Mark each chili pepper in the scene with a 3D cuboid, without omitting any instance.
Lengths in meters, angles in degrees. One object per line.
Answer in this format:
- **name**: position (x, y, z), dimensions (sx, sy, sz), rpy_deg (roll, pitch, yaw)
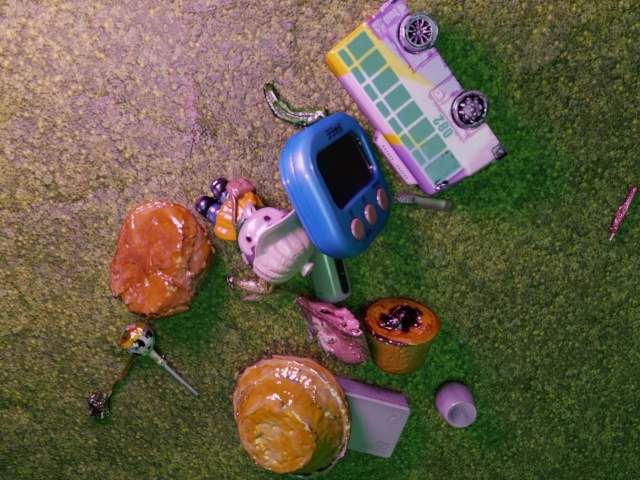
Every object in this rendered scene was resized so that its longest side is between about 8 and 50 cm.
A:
- **chili pepper**: position (-0.069, -0.333, 1.201), dimensions (0.182, 0.050, 0.073), rpy_deg (22, 111, -6)

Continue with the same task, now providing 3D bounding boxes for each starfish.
- **starfish**: position (-0.142, 0.127, 1.289), dimensions (0.217, 0.050, 0.223), rpy_deg (13, 145, -40)

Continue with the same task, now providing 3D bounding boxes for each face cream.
- **face cream**: position (0.410, 0.495, 1.425), dimensions (0.117, 0.104, 0.117), rpy_deg (0, 105, -1)

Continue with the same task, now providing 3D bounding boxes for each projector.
- **projector**: position (0.000, 0.000, 1.267), dimensions (0.108, 0.108, 0.337), rpy_deg (-14, 106, 1)
- **projector**: position (0.117, 0.531, 1.427), dimensions (0.257, 0.099, 0.191), rpy_deg (17, 103, -8)

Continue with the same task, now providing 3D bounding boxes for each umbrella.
- **umbrella**: position (0.849, -0.077, 1.326), dimensions (0.027, 0.025, 0.165), rpy_deg (23, 101, 11)

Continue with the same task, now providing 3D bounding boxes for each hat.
- **hat**: position (0.050, 0.276, 1.309), dimensions (0.107, 0.237, 0.286), rpy_deg (-48, 137, -20)

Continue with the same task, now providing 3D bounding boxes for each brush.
- **brush**: position (0.272, -0.106, 1.291), dimensions (0.191, 0.027, 0.034), rpy_deg (8, 107, -6)

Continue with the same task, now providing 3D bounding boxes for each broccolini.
- **broccolini**: position (-0.611, 0.421, 1.403), dimensions (0.058, 0.071, 0.254), rpy_deg (37, 96, 31)

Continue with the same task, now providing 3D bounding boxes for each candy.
- **candy**: position (-0.454, 0.354, 1.373), dimensions (0.091, 0.083, 0.305), rpy_deg (-34, 112, 12)

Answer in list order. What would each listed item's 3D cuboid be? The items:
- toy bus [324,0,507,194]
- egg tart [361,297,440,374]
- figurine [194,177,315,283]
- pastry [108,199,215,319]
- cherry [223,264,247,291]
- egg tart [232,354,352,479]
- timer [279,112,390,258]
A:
- **toy bus**: position (0.220, -0.324, 1.132), dimensions (0.249, 0.209, 0.439), rpy_deg (-38, 103, 9)
- **egg tart**: position (0.220, 0.265, 1.308), dimensions (0.216, 0.215, 0.170), rpy_deg (-3, 116, -2)
- **figurine**: position (-0.150, -0.027, 1.176), dimensions (0.185, 0.332, 0.204), rpy_deg (-53, 137, -6)
- **pastry**: position (-0.403, 0.049, 1.224), dimensions (0.255, 0.162, 0.310), rpy_deg (27, 99, 15)
- **cherry**: position (-0.167, 0.065, 1.293), dimensions (0.107, 0.090, 0.225), rpy_deg (37, 114, -16)
- **egg tart**: position (-0.103, 0.511, 1.329), dimensions (0.388, 0.169, 0.387), rpy_deg (4, 101, 19)
- **timer**: position (0.044, -0.134, 1.130), dimensions (0.115, 0.340, 0.308), rpy_deg (-14, 109, 33)
